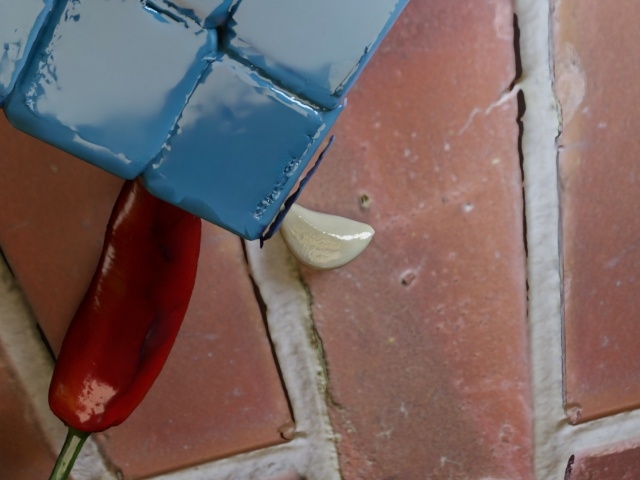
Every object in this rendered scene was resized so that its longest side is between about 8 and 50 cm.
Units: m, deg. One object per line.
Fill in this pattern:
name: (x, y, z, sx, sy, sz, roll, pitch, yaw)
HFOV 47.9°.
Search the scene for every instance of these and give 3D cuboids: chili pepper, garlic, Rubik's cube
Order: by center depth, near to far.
Rubik's cube: (-0.082, -0.175, 0.413, 0.224, 0.221, 0.231, 26, 111, -21)
chili pepper: (-0.166, 0.059, 0.580, 0.092, 0.137, 0.368, 29, 123, 8)
garlic: (0.000, -0.001, 0.630, 0.083, 0.041, 0.053, 20, 109, -11)
